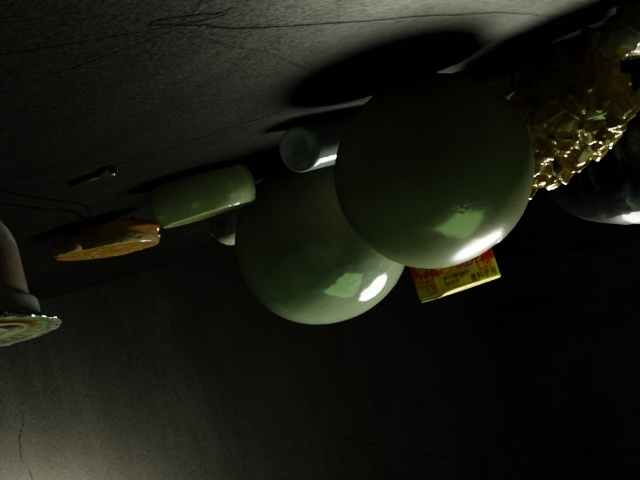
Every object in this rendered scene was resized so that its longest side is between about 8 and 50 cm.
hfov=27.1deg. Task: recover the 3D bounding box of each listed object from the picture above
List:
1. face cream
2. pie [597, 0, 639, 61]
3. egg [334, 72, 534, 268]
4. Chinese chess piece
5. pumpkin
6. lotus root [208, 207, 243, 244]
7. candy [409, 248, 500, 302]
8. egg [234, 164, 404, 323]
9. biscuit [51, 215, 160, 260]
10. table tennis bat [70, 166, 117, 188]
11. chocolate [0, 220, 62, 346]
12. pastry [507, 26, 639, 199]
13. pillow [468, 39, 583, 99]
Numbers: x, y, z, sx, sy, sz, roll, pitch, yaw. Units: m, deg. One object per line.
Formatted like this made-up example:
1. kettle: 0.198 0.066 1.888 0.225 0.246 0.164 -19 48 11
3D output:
1. face cream: 0.038 -0.129 1.653 0.084 0.057 0.198 -18 180 42
2. pie: 0.379 -0.243 1.333 0.128 0.068 0.282 -18 174 -16
3. egg: 0.127 -0.078 1.492 0.219 0.219 0.269 -17 -177 -15
4. Chinese chess piece: -0.158 -0.062 1.791 0.144 0.058 0.144 -16 179 0
5. pumpkin: 0.432 -0.160 1.799 0.315 0.238 0.315 -18 -164 5
6. lotus root: -0.121 -0.046 2.239 0.165 0.088 0.088 -29 173 24
7. candy: 0.215 -0.039 2.427 0.146 0.276 0.088 -15 177 -27
8. egg: 0.000 0.000 1.997 0.258 0.258 0.352 -17 -179 -9
9. biscuit: -0.330 -0.006 1.986 0.170 0.050 0.170 -10 174 -1
10. table tennis bat: -0.248 -0.070 1.479 0.050 0.007 0.083 -16 179 -34
11. chocolate: -0.379 0.039 1.342 0.221 0.147 0.221 -15 173 -2
12. pastry: 0.276 -0.129 1.574 0.102 0.154 0.250 9 146 -23
13. pillow: 0.257 -0.207 1.645 0.203 0.038 0.113 -18 173 -4
